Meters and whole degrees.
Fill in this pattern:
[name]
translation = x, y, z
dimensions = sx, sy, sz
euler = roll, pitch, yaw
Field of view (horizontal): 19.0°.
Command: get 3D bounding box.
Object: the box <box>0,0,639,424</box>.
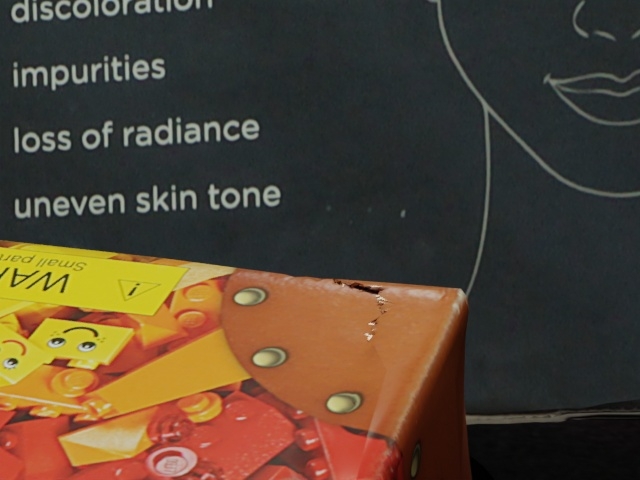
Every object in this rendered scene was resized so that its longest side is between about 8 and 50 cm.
[box]
translation = 0.072, -0.156, 0.929
dimensions = 0.480, 0.471, 0.297
euler = -2, -1, 15

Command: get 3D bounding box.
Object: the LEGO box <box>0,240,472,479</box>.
[LEGO box]
translation = -0.247, 0.161, 0.439
dimensions = 0.500, 0.193, 0.372
euler = 5, 34, 19

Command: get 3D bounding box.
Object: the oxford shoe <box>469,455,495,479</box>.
[oxford shoe]
translation = 0.068, 0.138, 0.887
dimensions = 0.098, 0.096, 0.271
euler = -6, 23, -37
